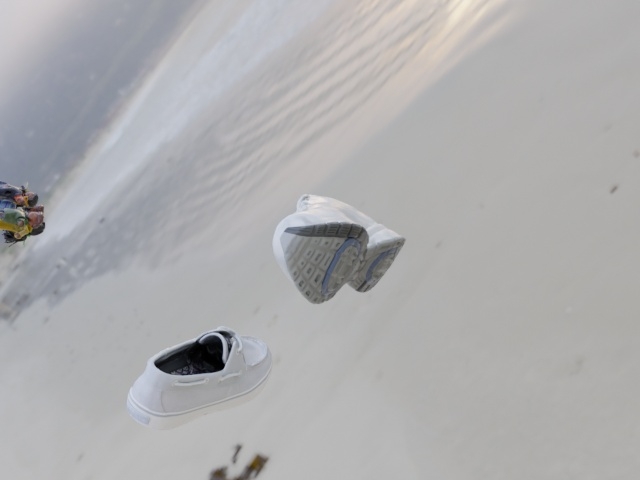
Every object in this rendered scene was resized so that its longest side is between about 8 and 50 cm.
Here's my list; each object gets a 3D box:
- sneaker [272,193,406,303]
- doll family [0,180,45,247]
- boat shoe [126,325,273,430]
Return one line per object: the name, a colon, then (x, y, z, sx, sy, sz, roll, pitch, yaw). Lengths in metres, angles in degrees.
sneaker: (0.000, 0.000, 1.246, 0.111, 0.129, 0.297, -54, -18, 8)
doll family: (-0.453, -0.047, 1.496, 0.076, 0.111, 0.193, -65, 27, 22)
boat shoe: (-0.098, 0.109, 0.904, 0.184, 0.066, 0.063, -10, -49, -53)
